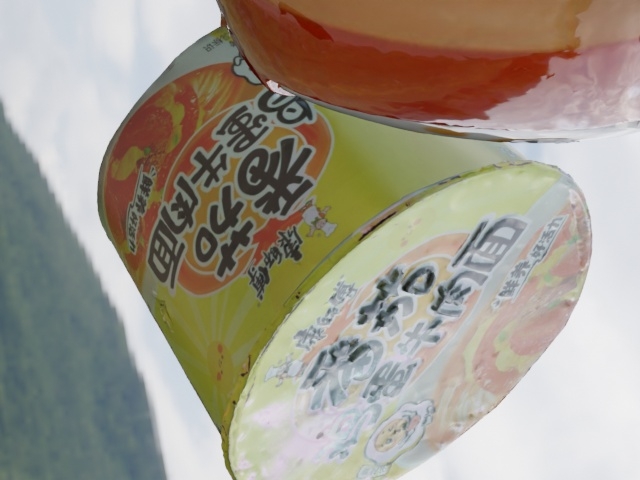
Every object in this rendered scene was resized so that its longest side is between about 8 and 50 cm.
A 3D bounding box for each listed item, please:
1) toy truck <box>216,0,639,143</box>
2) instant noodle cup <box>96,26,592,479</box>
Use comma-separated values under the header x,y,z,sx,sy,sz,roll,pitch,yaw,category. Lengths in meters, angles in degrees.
x,y,z,sx,sy,sz,roll,pitch,yaw,category
0.066,-0.110,0.615,0.239,0.189,0.265,85,17,-45,toy truck
0.000,0.000,1.025,0.200,0.264,0.264,48,-33,32,instant noodle cup
